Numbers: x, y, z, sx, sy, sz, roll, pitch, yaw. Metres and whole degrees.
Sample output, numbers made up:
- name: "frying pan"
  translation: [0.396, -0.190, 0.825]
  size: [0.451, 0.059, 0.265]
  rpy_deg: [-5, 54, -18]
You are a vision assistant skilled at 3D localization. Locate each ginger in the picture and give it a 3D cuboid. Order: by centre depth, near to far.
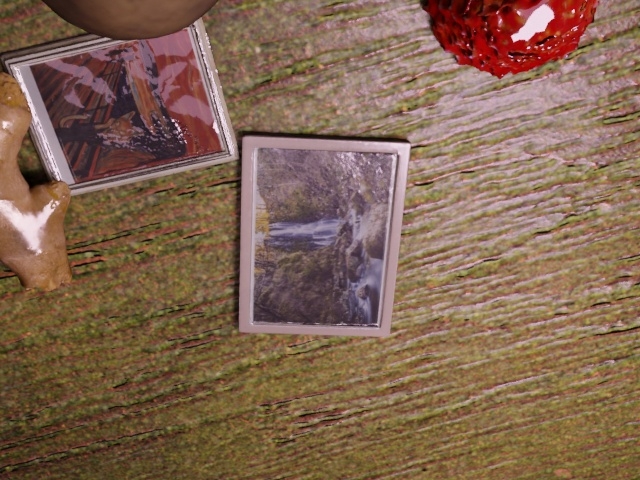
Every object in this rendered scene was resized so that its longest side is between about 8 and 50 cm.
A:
- name: "ginger"
  translation: [-0.456, -0.101, 1.120]
  size: [0.375, 0.166, 0.236]
  rpy_deg: [36, 80, -39]

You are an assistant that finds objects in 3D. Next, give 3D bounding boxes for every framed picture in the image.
- name: "framed picture"
  translation: [-0.264, -0.176, 1.124]
  size: [0.273, 0.016, 0.216]
  rpy_deg: [-13, 117, 4]
- name: "framed picture"
  translation: [0.000, 0.000, 1.224]
  size: [0.240, 0.020, 0.324]
  rpy_deg: [4, 117, -4]

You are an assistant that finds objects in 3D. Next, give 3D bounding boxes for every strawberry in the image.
- name: "strawberry"
  translation: [0.244, -0.275, 1.009]
  size: [0.234, 0.178, 0.234]
  rpy_deg: [1, 123, 2]

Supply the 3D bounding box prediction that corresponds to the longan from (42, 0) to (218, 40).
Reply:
- name: "longan"
  translation: [-0.218, -0.387, 0.879]
  size: [0.288, 0.288, 0.350]
  rpy_deg: [-11, 123, 3]
